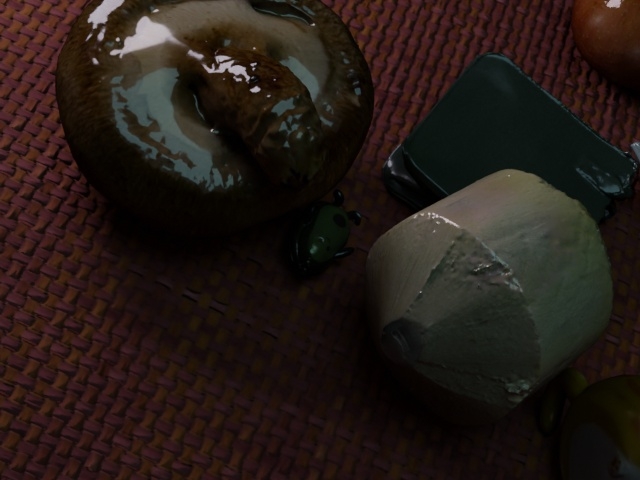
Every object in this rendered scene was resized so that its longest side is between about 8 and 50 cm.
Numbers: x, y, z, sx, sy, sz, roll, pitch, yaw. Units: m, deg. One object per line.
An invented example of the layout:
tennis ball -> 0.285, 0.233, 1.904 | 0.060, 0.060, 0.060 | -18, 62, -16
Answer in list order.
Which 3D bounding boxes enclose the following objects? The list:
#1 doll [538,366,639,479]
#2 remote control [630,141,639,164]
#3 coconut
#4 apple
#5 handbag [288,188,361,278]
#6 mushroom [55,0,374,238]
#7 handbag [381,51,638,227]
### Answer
doll -> 0.377, 0.229, 1.329 | 0.269, 0.166, 0.162 | 20, 54, -12
remote control -> 0.454, -0.089, 1.625 | 0.162, 0.029, 0.061 | 7, 54, -44
coconut -> 0.160, 0.062, 1.311 | 0.244, 0.239, 0.239 | -31, 72, -36
apple -> 0.440, -0.299, 1.712 | 0.201, 0.162, 0.201 | 9, 55, -14
handbag -> 0.000, 0.000, 1.402 | 0.072, 0.047, 0.111 | 48, 47, -17
mushroom -> -0.117, -0.153, 1.377 | 0.345, 0.239, 0.345 | 27, 34, -20
handbag -> 0.233, -0.080, 1.535 | 0.260, 0.079, 0.247 | 39, 54, 4
